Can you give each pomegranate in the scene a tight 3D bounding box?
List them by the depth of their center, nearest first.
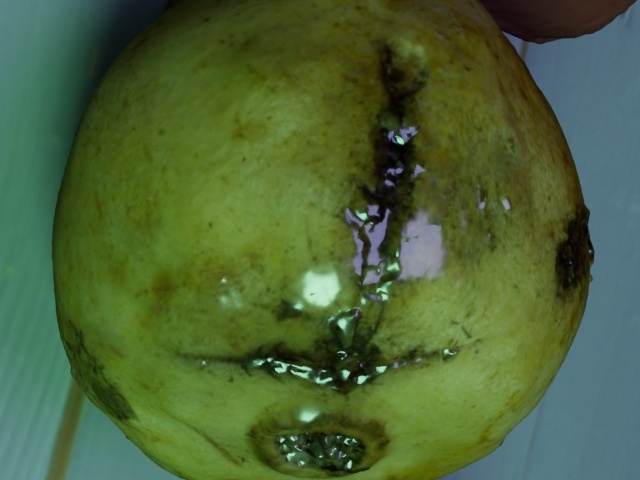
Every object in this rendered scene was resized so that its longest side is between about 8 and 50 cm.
[{"bbox_3d":[0.000,0.000,0.907,0.260,0.260,0.260,-11,105,-45],"label":"pomegranate"}]

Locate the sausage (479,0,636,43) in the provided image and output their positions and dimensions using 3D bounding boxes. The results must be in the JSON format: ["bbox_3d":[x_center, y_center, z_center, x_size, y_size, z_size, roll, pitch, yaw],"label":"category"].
[{"bbox_3d":[0.076,-0.198,1.009,0.279,0.152,0.152,24,80,-46],"label":"sausage"}]
